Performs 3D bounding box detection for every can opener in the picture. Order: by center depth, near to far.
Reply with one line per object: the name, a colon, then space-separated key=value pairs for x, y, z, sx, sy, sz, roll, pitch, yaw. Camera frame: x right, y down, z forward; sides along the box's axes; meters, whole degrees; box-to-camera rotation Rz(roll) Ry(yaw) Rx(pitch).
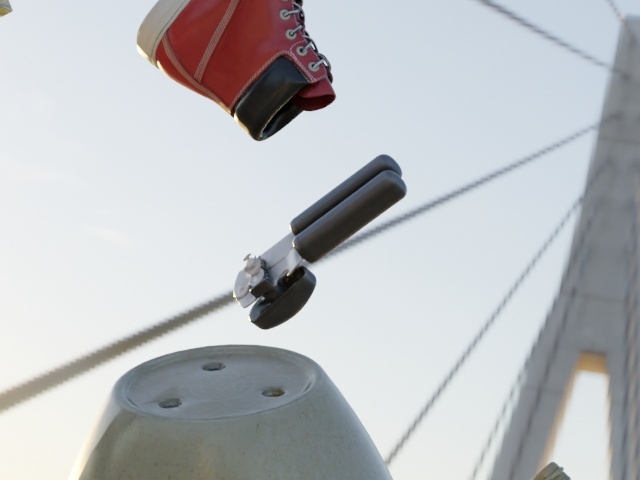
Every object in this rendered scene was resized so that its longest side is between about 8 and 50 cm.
can opener: x=0.000 y=0.000 z=1.845 sx=0.280 sy=0.074 sz=0.093 roll=-41 pitch=-56 yaw=19

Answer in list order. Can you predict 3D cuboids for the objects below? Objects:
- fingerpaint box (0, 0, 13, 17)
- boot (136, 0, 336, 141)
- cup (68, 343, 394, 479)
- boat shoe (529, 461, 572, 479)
fingerpaint box: x=-0.522 y=-0.260 z=1.165 sx=0.445 sy=0.371 sz=0.163 roll=-26 pitch=-10 yaw=15
boot: x=-0.022 y=-0.212 z=1.258 sx=0.176 sy=0.244 sz=0.088 roll=37 pitch=3 yaw=19
cup: x=-0.075 y=0.221 z=1.163 sx=0.331 sy=0.237 sz=0.331 roll=-4 pitch=16 yaw=1
boat shoe: x=0.168 y=0.297 z=1.440 sx=0.105 sy=0.089 sz=0.285 roll=-29 pitch=-6 yaw=-46
